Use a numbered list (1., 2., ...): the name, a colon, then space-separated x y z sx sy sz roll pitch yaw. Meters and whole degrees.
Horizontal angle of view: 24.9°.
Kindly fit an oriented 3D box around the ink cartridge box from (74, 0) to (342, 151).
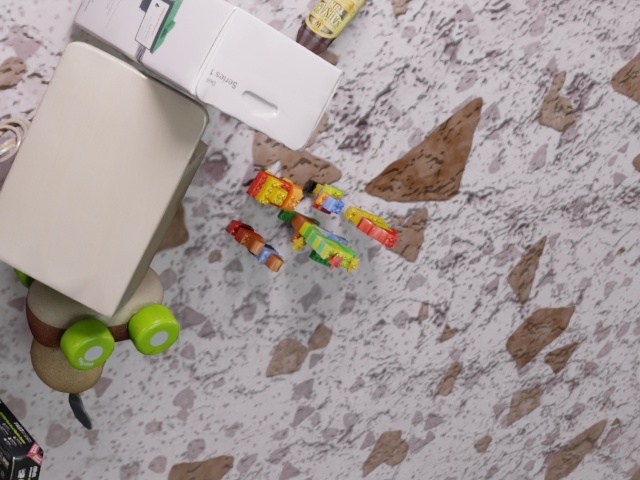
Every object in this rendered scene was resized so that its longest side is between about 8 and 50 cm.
1. ink cartridge box: -0.108 -0.184 1.391 0.160 0.219 0.093 25 95 -46

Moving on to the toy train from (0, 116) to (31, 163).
1. toy train: -0.370 -0.109 1.355 0.248 0.105 0.143 -47 124 -34

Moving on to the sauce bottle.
1. sauce bottle: 0.005 -0.235 1.577 0.128 0.042 0.042 -53 136 4

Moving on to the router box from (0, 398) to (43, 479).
1. router box: -0.352 0.237 1.583 0.038 0.122 0.092 -7 124 -39

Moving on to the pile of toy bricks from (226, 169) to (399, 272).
1. pile of toy bricks: 0.000 0.000 1.698 0.212 0.105 0.118 20 107 -44

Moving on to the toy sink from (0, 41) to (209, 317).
1. toy sink: -0.209 -0.071 1.424 0.152 0.131 0.234 27 108 0

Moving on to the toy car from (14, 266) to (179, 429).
1. toy car: -0.252 0.111 1.560 0.149 0.155 0.188 -11 136 -32
